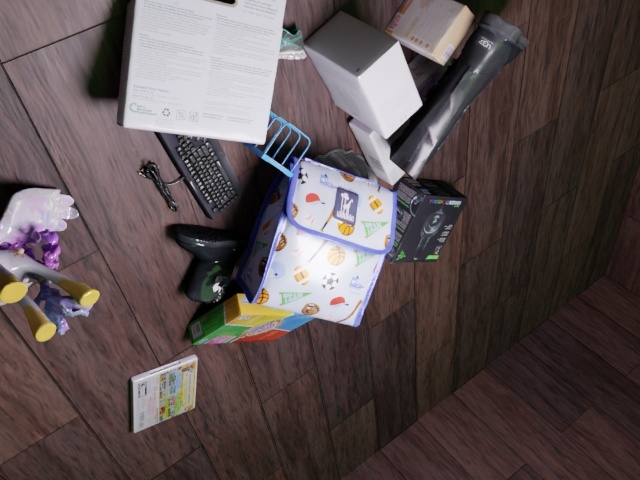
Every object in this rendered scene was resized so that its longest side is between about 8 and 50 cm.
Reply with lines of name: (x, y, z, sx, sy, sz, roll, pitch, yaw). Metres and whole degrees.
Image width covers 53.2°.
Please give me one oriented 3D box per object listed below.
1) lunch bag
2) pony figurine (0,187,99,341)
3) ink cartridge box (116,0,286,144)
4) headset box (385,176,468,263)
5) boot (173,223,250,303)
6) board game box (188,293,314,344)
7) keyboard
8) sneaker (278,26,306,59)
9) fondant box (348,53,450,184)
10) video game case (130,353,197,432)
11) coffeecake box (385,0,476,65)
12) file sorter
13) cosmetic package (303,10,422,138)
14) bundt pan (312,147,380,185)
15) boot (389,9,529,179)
lunch bag: (0.000, 0.000, 1.676, 0.328, 0.239, 0.385, 17, 100, -25)
pony figurine: (-0.612, 0.045, 1.241, 0.303, 0.363, 0.351, -61, 157, 4)
ink cartridge box: (-0.244, -0.382, 1.333, 0.324, 0.071, 0.330, 2, 103, -34)
headset box: (0.327, -0.058, 2.171, 0.246, 0.131, 0.283, 1, 122, -44)
boot: (-0.313, 0.071, 1.696, 0.246, 0.094, 0.207, 6, 114, -53)
board game box: (-0.190, 0.232, 1.887, 0.316, 0.064, 0.242, 6, 150, -46)
keyboard: (-0.314, -0.160, 1.551, 0.201, 0.033, 0.317, -38, 140, -12)
sneaker: (-0.105, -0.460, 1.481, 0.166, 0.065, 0.076, -15, 115, -40)
fondant box: (0.259, -0.359, 1.866, 0.330, 0.096, 0.238, -46, 142, -9)
video game case: (-0.475, 0.465, 1.940, 0.206, 0.026, 0.227, -16, 131, -34)
coffeecake box: (0.281, -0.558, 1.651, 0.068, 0.185, 0.142, 22, 106, -50)
file sorter: (-0.126, -0.251, 1.542, 0.104, 0.170, 0.118, -55, 142, 3)
cosmetic package: (0.107, -0.411, 1.579, 0.138, 0.224, 0.224, -44, 142, -4)
bundt pan: (0.051, -0.099, 1.878, 0.331, 0.124, 0.331, -25, 136, -27)
boot: (0.373, -0.387, 1.748, 0.445, 0.146, 0.367, -60, 166, 20)
